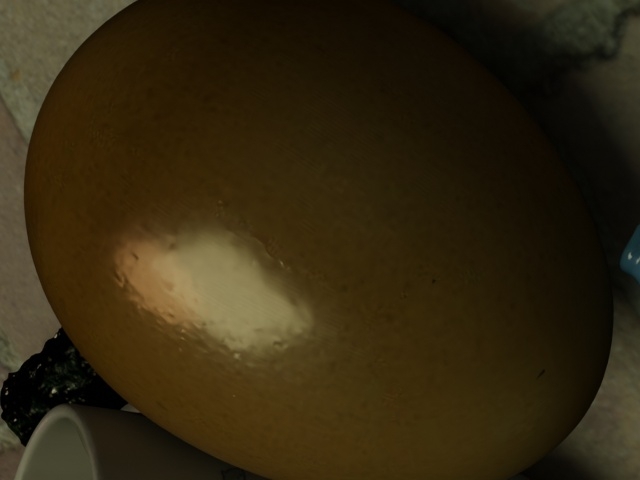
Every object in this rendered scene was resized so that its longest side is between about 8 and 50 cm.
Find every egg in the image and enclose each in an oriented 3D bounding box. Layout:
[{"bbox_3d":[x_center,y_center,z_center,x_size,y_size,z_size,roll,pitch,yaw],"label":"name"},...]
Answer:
[{"bbox_3d":[0.000,0.000,1.025,0.322,0.250,0.250,32,135,13],"label":"egg"}]

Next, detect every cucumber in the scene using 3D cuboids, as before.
[{"bbox_3d":[-0.124,0.048,1.296,0.081,0.072,0.303,48,137,4],"label":"cucumber"}]

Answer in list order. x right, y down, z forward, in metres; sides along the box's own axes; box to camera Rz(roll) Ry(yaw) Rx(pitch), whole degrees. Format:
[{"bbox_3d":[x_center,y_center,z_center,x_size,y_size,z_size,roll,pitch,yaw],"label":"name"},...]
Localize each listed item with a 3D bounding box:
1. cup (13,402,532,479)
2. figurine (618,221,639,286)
[{"bbox_3d":[-0.009,0.215,1.128,0.212,0.317,0.212,-171,90,-67],"label":"cup"},{"bbox_3d":[0.259,0.048,0.914,0.262,0.154,0.180,31,146,15],"label":"figurine"}]
